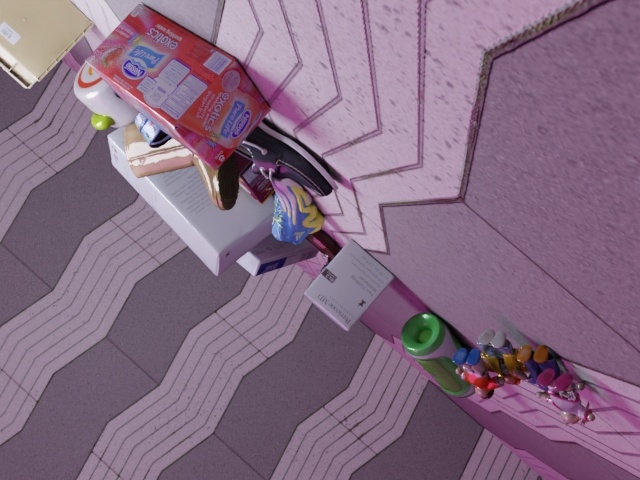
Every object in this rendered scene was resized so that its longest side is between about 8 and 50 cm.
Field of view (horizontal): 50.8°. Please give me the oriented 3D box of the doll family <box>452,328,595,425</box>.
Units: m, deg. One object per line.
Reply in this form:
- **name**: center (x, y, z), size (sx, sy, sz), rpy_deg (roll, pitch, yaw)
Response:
- **doll family**: center (0.379, 0.240, 1.221), size (0.263, 0.118, 0.163), rpy_deg (11, 148, 41)

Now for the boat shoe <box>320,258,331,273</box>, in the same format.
- **boat shoe**: center (0.033, 0.089, 2.131), size (0.083, 0.065, 0.183), rpy_deg (40, -168, 26)

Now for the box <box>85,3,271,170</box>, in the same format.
- **box**: center (-0.254, -0.273, 1.189), size (0.300, 0.154, 0.142), rpy_deg (36, 171, 33)

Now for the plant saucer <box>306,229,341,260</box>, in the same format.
- **plant saucer**: center (0.000, 0.000, 2.018), size (0.198, 0.036, 0.198), rpy_deg (40, 174, 5)

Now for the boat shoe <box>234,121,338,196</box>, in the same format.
- **boat shoe**: center (-0.099, -0.162, 1.284), size (0.302, 0.091, 0.114), rpy_deg (38, 173, 25)

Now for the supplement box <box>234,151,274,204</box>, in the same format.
- **supplement box**: center (-0.181, -0.180, 1.683), size (0.104, 0.081, 0.188), rpy_deg (38, 173, 23)

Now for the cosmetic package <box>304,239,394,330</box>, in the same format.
- **cosmetic package**: center (0.071, 0.119, 1.748), size (0.151, 0.184, 0.151), rpy_deg (40, 173, 4)

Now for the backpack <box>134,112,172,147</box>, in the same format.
- **backpack**: center (-0.334, -0.287, 1.454), size (0.117, 0.173, 0.158), rpy_deg (42, 174, -9)

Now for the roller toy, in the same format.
- **roller toy**: center (-0.498, -0.391, 1.652), size (0.146, 0.191, 0.209), rpy_deg (46, -152, -45)

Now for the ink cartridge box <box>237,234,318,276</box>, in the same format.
- **ink cartridge box**: center (-0.211, -0.032, 2.145), size (0.330, 0.071, 0.324), rpy_deg (37, -152, 24)

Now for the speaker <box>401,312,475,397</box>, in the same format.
- **speaker**: center (0.327, 0.310, 1.792), size (0.131, 0.131, 0.296), rpy_deg (34, 170, 49)

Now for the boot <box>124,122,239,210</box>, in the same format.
- **boot**: center (-0.329, -0.177, 1.593), size (0.269, 0.236, 0.089), rpy_deg (-5, 180, 26)

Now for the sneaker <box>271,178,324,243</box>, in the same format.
- **sneaker**: center (-0.076, -0.064, 1.642), size (0.091, 0.126, 0.240), rpy_deg (36, 172, 39)

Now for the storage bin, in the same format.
- **storage bin**: center (-0.798, -0.586, 1.804), size (0.262, 0.260, 0.123), rpy_deg (45, 168, -30)

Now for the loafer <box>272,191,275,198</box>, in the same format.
- **loafer**: center (-0.158, -0.102, 1.991), size (0.109, 0.095, 0.302), rpy_deg (42, 174, 4)

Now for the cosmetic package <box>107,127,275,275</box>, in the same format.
- **cosmetic package**: center (-0.344, -0.153, 1.847), size (0.453, 0.230, 0.161), rpy_deg (46, 156, 10)
